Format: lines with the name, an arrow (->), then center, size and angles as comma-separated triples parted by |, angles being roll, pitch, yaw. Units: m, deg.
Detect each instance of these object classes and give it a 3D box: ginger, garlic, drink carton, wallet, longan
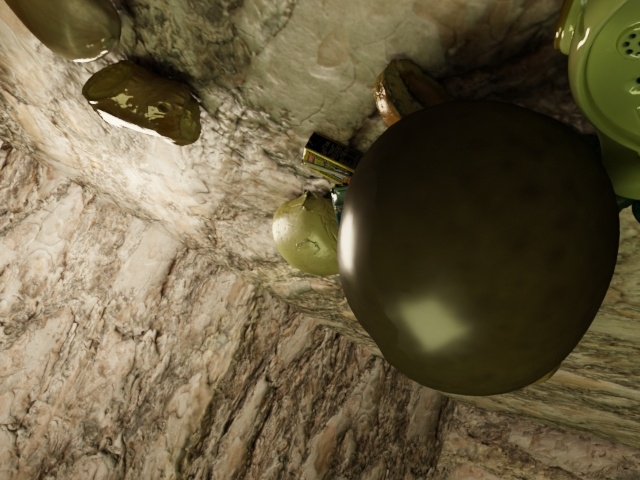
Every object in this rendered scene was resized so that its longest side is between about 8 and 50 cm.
ginger -> -0.380, -0.292, 0.978 | 0.276, 0.130, 0.221 | 15, 167, 42
garlic -> -0.471, -0.421, 0.786 | 0.318, 0.112, 0.143 | 32, 138, 2
drink carton -> 0.045, -0.152, 0.908 | 0.166, 0.056, 0.071 | 25, 156, 2
wallet -> 0.126, -0.071, 0.884 | 0.203, 0.059, 0.141 | -4, 158, 7
longan -> 0.179, 0.006, 0.560 | 0.361, 0.360, 0.361 | 23, 160, 9

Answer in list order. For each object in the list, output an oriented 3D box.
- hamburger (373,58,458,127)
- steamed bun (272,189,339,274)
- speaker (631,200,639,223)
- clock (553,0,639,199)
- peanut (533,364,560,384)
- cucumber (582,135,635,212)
hamburger -> 0.142, -0.181, 0.673 | 0.176, 0.087, 0.102 | 30, 158, -17
steamed bun -> 0.000, 0.000, 1.180 | 0.273, 0.166, 0.232 | 39, 158, -33
speaker -> 0.500, -0.044, 0.618 | 0.095, 0.060, 0.075 | 26, 161, 1
clock -> 0.358, -0.176, 0.378 | 0.348, 0.117, 0.286 | 38, 156, -30
peanut -> 0.548, 0.266, 1.186 | 0.192, 0.169, 0.387 | 19, 156, 32
cucumber -> 0.326, -0.062, 0.694 | 0.105, 0.145, 0.325 | 26, 157, -19
